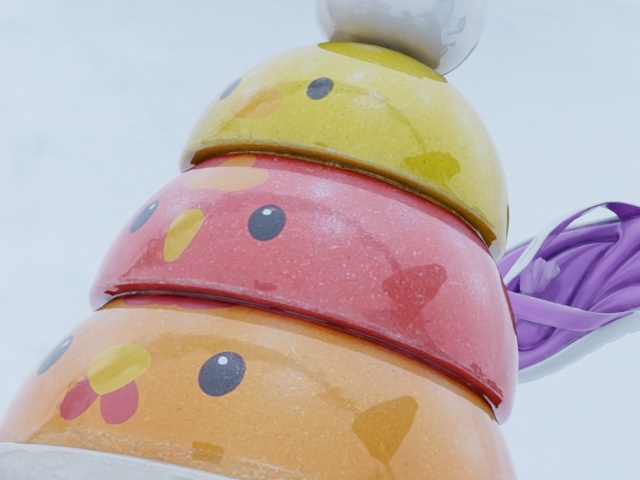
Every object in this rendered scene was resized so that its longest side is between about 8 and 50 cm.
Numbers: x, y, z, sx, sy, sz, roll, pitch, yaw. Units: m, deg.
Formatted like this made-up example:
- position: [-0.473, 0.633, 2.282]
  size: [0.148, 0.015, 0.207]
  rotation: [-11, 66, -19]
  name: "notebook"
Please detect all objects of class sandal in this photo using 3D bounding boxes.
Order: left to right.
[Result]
- position: [0.278, 0.028, 1.778]
  size: [0.416, 0.102, 0.169]
  rotation: [-23, 49, 29]
  name: "sandal"

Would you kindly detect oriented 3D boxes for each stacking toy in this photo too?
- position: [0.000, 0.000, 1.055]
  size: [0.350, 0.350, 0.480]
  rotation: [6, 70, 21]
  name: "stacking toy"
